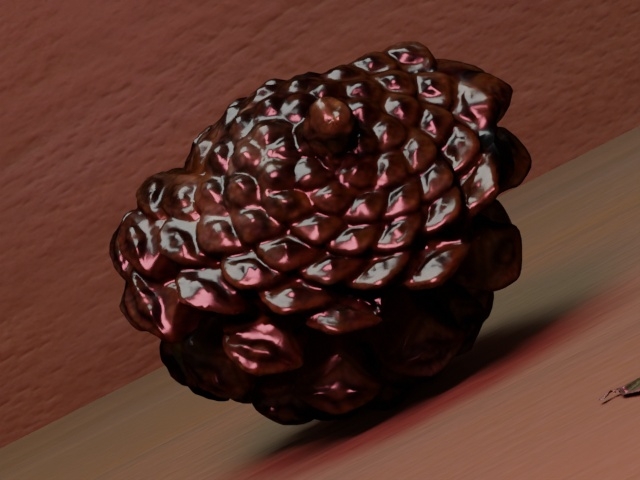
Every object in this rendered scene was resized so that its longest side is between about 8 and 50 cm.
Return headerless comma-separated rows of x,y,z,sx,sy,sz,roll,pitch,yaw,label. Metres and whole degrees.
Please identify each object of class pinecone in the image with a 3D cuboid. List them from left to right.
0.002,0.006,1.198,0.298,0.242,0.296,-29,-6,-16,pinecone

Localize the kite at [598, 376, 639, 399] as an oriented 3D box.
0.272,0.015,0.781,0.323,0.013,0.268,-25,2,45,kite
